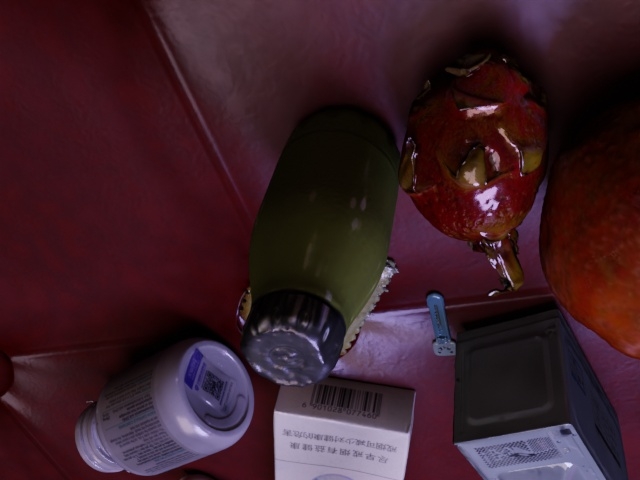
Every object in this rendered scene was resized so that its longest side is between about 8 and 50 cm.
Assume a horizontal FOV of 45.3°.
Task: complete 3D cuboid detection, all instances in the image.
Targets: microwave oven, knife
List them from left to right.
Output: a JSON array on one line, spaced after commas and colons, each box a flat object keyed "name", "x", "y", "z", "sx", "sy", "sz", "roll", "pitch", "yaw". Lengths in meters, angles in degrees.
[{"name": "knife", "x": 0.130, "y": 0.093, "z": 0.834, "sx": 0.027, "sy": 0.010, "sz": 0.096, "roll": -5, "pitch": 128, "yaw": 17}, {"name": "microwave oven", "x": 0.230, "y": 0.200, "z": 0.803, "sx": 0.122, "sy": 0.162, "sz": 0.208, "roll": -18, "pitch": 127, "yaw": 27}]

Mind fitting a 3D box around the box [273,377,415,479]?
[{"name": "box", "x": 0.027, "y": 0.285, "z": 0.982, "sx": 0.164, "sy": 0.069, "sz": 0.256, "roll": 8, "pitch": 130, "yaw": 7}]

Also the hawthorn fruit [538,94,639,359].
[{"name": "hawthorn fruit", "x": 0.274, "y": 0.003, "z": 0.607, "sx": 0.205, "sy": 0.205, "sz": 0.253, "roll": 5, "pitch": 137, "yaw": 10}]

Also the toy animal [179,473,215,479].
[{"name": "toy animal", "x": -0.162, "y": 0.398, "z": 1.117, "sx": 0.114, "sy": 0.091, "sz": 0.082, "roll": 19, "pitch": 145, "yaw": -5}]

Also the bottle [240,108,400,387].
[{"name": "bottle", "x": 0.000, "y": 0.000, "z": 0.620, "sx": 0.112, "sy": 0.260, "sz": 0.112, "roll": 7, "pitch": 130, "yaw": 8}]

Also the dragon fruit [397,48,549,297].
[{"name": "dragon fruit", "x": 0.140, "y": -0.040, "z": 0.650, "sx": 0.125, "sy": 0.125, "sz": 0.246, "roll": -10, "pitch": 133, "yaw": 18}]

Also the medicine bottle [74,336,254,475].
[{"name": "medicine bottle", "x": -0.197, "y": 0.211, "z": 0.930, "sx": 0.215, "sy": 0.135, "sz": 0.135, "roll": -29, "pitch": 118, "yaw": 32}]

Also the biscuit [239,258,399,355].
[{"name": "biscuit", "x": -0.002, "y": 0.046, "z": 0.823, "sx": 0.144, "sy": 0.016, "sz": 0.203, "roll": 22, "pitch": 132, "yaw": -5}]
